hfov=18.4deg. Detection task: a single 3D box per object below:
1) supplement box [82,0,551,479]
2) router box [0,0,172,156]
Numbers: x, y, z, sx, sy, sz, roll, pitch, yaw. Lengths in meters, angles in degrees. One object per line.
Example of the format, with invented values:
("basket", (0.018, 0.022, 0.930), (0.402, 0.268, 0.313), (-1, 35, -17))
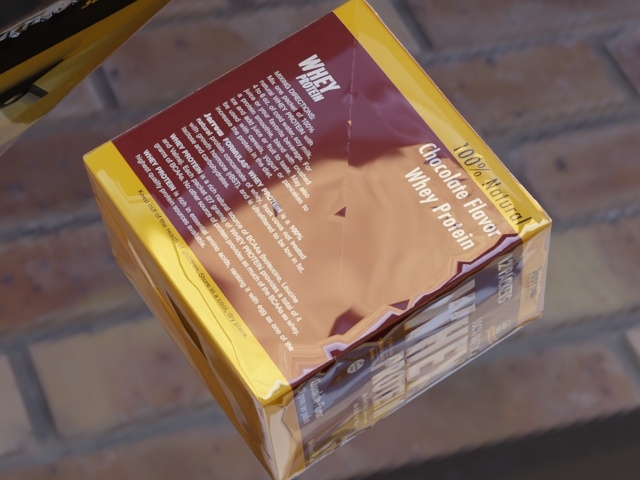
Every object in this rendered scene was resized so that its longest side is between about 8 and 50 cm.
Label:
("supplement box", (0.000, 0.000, 1.157), (0.194, 0.191, 0.129), (-32, 155, -13))
("router box", (-0.168, -0.042, 0.600), (0.243, 0.081, 0.309), (-34, -177, 43))
